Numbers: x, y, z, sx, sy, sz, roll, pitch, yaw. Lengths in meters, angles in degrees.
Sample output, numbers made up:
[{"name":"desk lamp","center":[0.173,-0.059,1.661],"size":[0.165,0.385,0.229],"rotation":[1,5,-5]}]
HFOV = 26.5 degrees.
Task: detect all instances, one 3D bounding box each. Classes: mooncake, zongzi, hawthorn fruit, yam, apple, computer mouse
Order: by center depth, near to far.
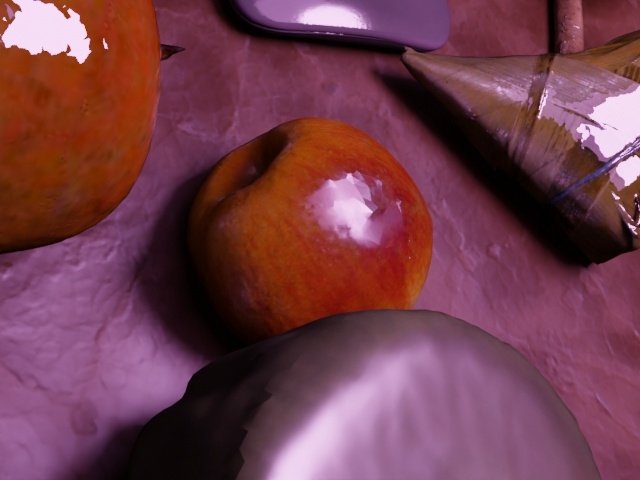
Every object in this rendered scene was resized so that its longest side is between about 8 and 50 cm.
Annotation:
[{"name":"hawthorn fruit","center":[-0.220,-0.113,0.876],"size":[0.300,0.268,0.268],"rotation":[1,69,-34]},{"name":"mooncake","center":[0.034,0.227,0.899],"size":[0.356,0.194,0.356],"rotation":[18,60,-34]},{"name":"apple","center":[0.000,0.000,1.032],"size":[0.173,0.160,0.195],"rotation":[54,56,-28]},{"name":"computer mouse","center":[0.022,-0.227,1.192],"size":[0.232,0.057,0.120],"rotation":[3,67,-31]},{"name":"zongzi","center":[0.236,-0.153,1.237],"size":[0.274,0.125,0.251],"rotation":[41,67,-4]},{"name":"yam","center":[0.244,-0.205,1.337],"size":[0.032,0.032,0.145],"rotation":[17,62,-25]}]
